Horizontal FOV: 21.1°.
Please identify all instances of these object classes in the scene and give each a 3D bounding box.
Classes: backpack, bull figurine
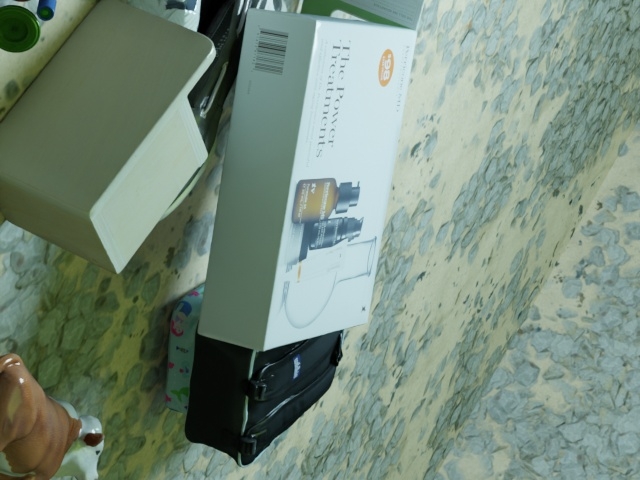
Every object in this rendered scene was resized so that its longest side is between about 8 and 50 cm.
[{"bbox_3d":[-0.079,0.147,2.268,0.253,0.191,0.225,-30,138,-44],"label":"backpack"},{"bbox_3d":[-0.342,0.230,1.904,0.188,0.101,0.310,-56,156,-17],"label":"bull figurine"}]

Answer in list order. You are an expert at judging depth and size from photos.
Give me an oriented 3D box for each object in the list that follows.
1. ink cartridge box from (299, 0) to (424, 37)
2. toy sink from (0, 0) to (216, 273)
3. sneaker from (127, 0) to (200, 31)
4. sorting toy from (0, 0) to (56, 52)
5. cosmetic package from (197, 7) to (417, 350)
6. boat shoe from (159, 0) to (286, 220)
[{"bbox_3d":[0.075,-0.349,2.137,0.056,0.171,0.235,-29,138,-55],"label":"ink cartridge box"},{"bbox_3d":[-0.216,-0.108,1.780,0.234,0.153,0.131,-57,156,-22],"label":"toy sink"},{"bbox_3d":[-0.129,-0.315,1.831,0.153,0.094,0.235,-36,134,-35],"label":"sneaker"},{"bbox_3d":[-0.284,-0.232,1.652,0.042,0.061,0.102,-92,-165,-54],"label":"sorting toy"},{"bbox_3d":[-0.010,-0.075,2.027,0.284,0.097,0.377,-11,113,-65],"label":"cosmetic package"},{"bbox_3d":[-0.152,-0.176,1.926,0.095,0.112,0.335,51,59,-45],"label":"boat shoe"}]
